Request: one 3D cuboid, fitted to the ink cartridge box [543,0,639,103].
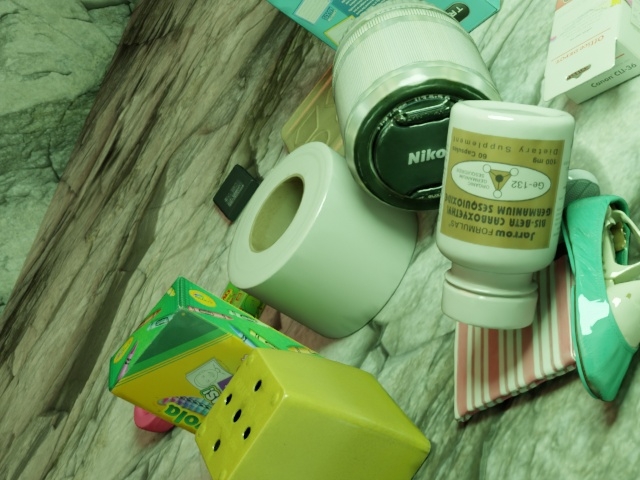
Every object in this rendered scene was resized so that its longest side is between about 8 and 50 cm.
[{"bbox_3d":[0.349,-0.251,1.300,0.115,0.067,0.198,-27,38,48],"label":"ink cartridge box"}]

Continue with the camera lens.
[{"bbox_3d":[0.131,-0.190,1.443,0.219,0.219,0.274,-46,29,24],"label":"camera lens"}]

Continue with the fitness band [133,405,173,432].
[{"bbox_3d":[-0.256,0.213,1.831,0.291,0.054,0.209,-50,31,38],"label":"fitness band"}]

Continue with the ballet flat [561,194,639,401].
[{"bbox_3d":[0.298,0.044,1.060,0.087,0.083,0.247,-24,42,29],"label":"ballet flat"}]

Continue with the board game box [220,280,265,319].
[{"bbox_3d":[-0.112,0.061,1.802,0.092,0.043,0.181,5,66,63],"label":"board game box"}]

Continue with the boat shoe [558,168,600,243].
[{"bbox_3d":[0.231,-0.019,1.235,0.226,0.083,0.075,-43,30,30],"label":"boat shoe"}]

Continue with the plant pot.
[{"bbox_3d":[-0.030,0.253,1.283,0.212,0.187,0.212,-56,25,5],"label":"plant pot"}]

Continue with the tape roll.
[{"bbox_3d":[0.000,0.000,1.528,0.246,0.169,0.246,-41,32,32],"label":"tape roll"}]

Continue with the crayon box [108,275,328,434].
[{"bbox_3d":[-0.126,0.187,1.419,0.165,0.278,0.081,-49,26,19],"label":"crayon box"}]

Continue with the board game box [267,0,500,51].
[{"bbox_3d":[0.076,-0.414,1.650,0.254,0.336,0.079,-33,35,41],"label":"board game box"}]

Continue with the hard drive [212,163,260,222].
[{"bbox_3d":[-0.173,-0.098,2.107,0.094,0.022,0.135,-56,26,5],"label":"hard drive"}]

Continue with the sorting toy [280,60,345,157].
[{"bbox_3d":[-0.007,-0.179,1.893,0.307,0.041,0.229,-51,31,16],"label":"sorting toy"}]

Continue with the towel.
[{"bbox_3d":[0.223,0.113,1.176,0.197,0.029,0.144,-37,33,42],"label":"towel"}]

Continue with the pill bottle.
[{"bbox_3d":[0.192,-0.028,1.115,0.131,0.131,0.229,-143,56,-64],"label":"pill bottle"}]
